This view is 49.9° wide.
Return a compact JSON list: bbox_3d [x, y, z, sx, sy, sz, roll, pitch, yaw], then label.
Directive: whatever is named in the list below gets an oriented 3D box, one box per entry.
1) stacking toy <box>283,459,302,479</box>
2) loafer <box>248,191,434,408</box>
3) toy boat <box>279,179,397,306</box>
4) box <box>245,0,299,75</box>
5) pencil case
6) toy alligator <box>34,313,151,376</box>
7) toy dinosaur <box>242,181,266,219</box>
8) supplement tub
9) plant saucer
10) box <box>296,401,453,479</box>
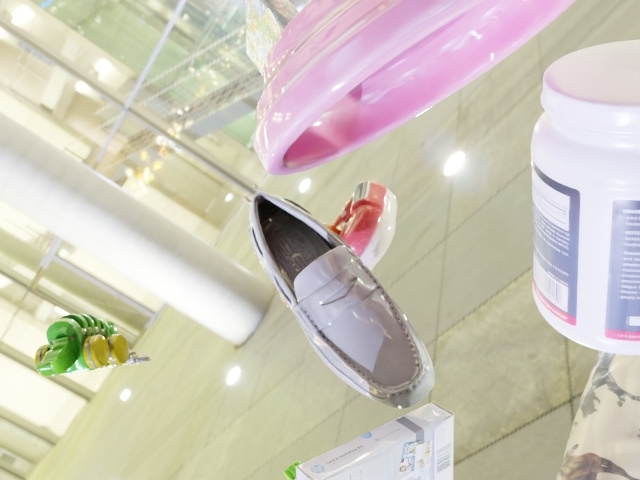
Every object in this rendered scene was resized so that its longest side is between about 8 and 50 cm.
[{"bbox_3d":[-0.019,0.356,0.797,0.052,0.167,0.221,-52,-17,15],"label":"stacking toy"},{"bbox_3d":[0.010,0.061,0.804,0.112,0.319,0.111,-39,-33,-9],"label":"loafer"},{"bbox_3d":[0.000,0.000,1.003,0.231,0.151,0.151,-55,11,32],"label":"toy boat"},{"bbox_3d":[-0.083,-0.372,1.283,0.159,0.044,0.233,94,154,-42],"label":"box"},{"bbox_3d":[0.440,0.279,0.940,0.410,0.183,0.160,-53,-4,-40],"label":"pencil case"},{"bbox_3d":[-0.208,0.094,0.640,0.189,0.056,0.051,34,-134,-78],"label":"toy alligator"},{"bbox_3d":[-0.119,-0.083,1.492,0.053,0.092,0.183,-59,-22,15],"label":"toy dinosaur"},{"bbox_3d":[0.310,-0.041,0.689,0.191,0.191,0.272,-90,-10,-57],"label":"supplement tub"},{"bbox_3d":[0.077,-0.175,0.598,0.332,0.084,0.332,-30,-4,-2],"label":"plant saucer"},{"bbox_3d":[0.063,0.271,0.723,0.038,0.186,0.145,18,117,50],"label":"box"}]
